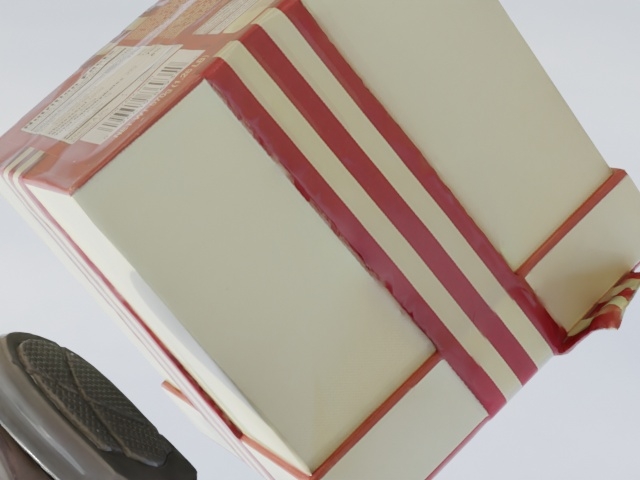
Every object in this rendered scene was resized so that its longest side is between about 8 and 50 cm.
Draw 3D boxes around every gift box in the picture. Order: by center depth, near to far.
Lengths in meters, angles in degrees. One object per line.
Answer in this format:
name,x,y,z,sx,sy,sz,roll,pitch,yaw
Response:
gift box,0.000,0.000,0.704,0.255,0.258,0.276,-42,-158,-9

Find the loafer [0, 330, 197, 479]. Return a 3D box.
loafer,-0.059,0.165,0.542,0.302,0.095,0.109,45,-171,28
